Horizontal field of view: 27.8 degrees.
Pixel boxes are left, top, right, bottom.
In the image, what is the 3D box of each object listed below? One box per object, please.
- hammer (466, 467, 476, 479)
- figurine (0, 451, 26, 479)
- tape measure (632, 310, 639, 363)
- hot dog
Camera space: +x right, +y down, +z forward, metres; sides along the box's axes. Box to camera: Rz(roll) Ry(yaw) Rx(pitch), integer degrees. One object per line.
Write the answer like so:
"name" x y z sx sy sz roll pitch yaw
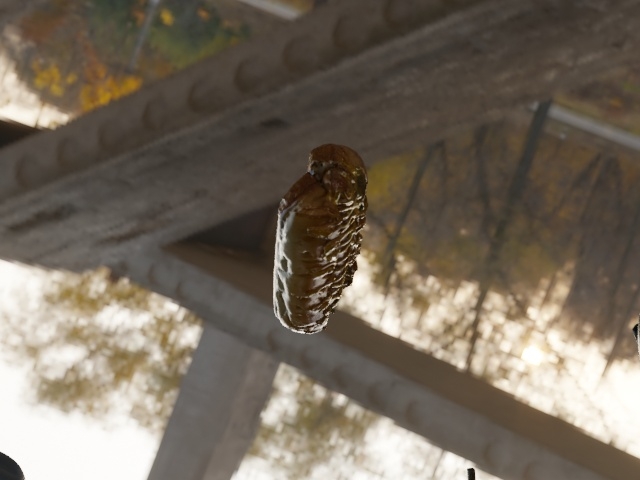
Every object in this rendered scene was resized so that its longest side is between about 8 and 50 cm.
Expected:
"hammer" 0.127 0.238 1.080 0.019 0.110 0.035 -19 -155 -29
"figurine" -0.274 0.289 1.116 0.263 0.143 0.162 47 178 -12
"tape measure" 0.308 0.102 1.159 0.084 0.164 0.330 -16 162 27
"hot dog" 0.000 0.000 0.814 0.045 0.071 0.165 29 151 12
